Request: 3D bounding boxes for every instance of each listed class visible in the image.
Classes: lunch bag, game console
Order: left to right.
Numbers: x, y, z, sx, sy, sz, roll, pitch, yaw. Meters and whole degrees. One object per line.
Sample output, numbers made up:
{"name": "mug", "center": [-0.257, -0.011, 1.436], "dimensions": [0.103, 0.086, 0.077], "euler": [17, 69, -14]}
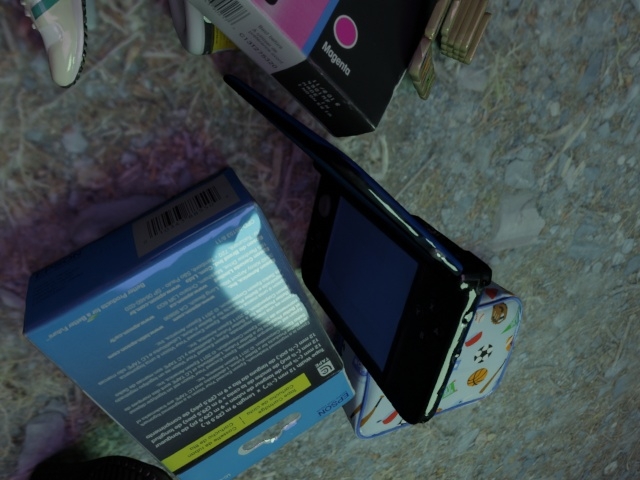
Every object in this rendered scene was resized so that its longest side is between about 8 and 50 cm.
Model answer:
{"name": "game console", "center": [0.000, 0.000, 0.507], "dimensions": [0.173, 0.293, 0.250], "euler": [2, 116, -27]}
{"name": "lunch bag", "center": [0.156, 0.176, 0.799], "dimensions": [0.303, 0.115, 0.243], "euler": [-7, 121, -25]}

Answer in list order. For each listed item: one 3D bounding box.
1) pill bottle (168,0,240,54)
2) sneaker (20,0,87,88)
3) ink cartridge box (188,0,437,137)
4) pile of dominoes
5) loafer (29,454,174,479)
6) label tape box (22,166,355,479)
{"name": "pill bottle", "center": [-0.043, -0.234, 0.474], "dimensions": [0.184, 0.103, 0.103], "euler": [-16, 122, -20]}
{"name": "sneaker", "center": [-0.232, -0.210, 0.421], "dimensions": [0.075, 0.057, 0.161], "euler": [-1, 112, -25]}
{"name": "ink cartridge box", "center": [0.048, -0.288, 0.427], "dimensions": [0.175, 0.069, 0.371], "euler": [36, 70, -33]}
{"name": "pile of dominoes", "center": [0.151, -0.235, 0.506], "dimensions": [0.040, 0.251, 0.196], "euler": [24, 105, 8]}
{"name": "loafer", "center": [-0.259, 0.306, 0.636], "dimensions": [0.219, 0.080, 0.078], "euler": [-6, 156, 24]}
{"name": "label tape box", "center": [-0.128, 0.125, 0.623], "dimensions": [0.249, 0.115, 0.348], "euler": [-31, 128, -8]}
